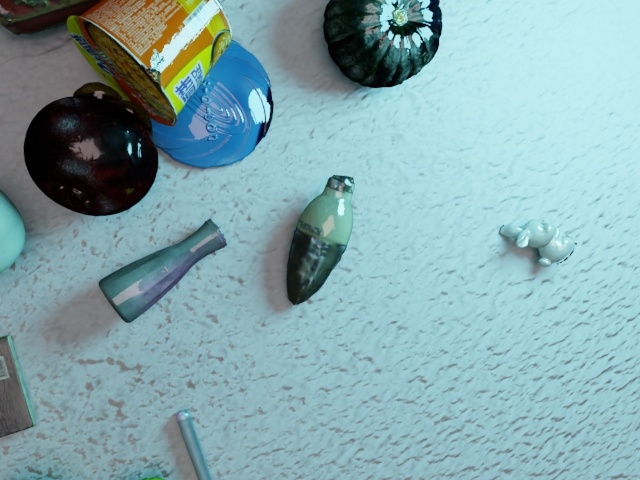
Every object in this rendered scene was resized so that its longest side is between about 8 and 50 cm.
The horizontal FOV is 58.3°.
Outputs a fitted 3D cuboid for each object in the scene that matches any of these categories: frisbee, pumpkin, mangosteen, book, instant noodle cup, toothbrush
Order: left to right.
[{"bbox_3d":[-0.596,0.260,0.916,0.228,0.024,0.160,-16,93,-13],"label":"book"},{"bbox_3d":[-0.351,-0.138,0.896,0.209,0.210,0.210,0,90,-13],"label":"mangosteen"},{"bbox_3d":[-0.250,-0.312,0.890,0.213,0.213,0.174,42,74,-10],"label":"instant noodle cup"},{"bbox_3d":[-0.200,-0.248,1.005,0.242,0.045,0.242,0,91,-13],"label":"frisbee"},{"bbox_3d":[-0.194,0.461,1.012,0.030,0.025,0.343,-16,94,-11],"label":"toothbrush"},{"bbox_3d":[0.112,-0.383,1.020,0.220,0.162,0.221,-3,101,-16],"label":"pumpkin"}]

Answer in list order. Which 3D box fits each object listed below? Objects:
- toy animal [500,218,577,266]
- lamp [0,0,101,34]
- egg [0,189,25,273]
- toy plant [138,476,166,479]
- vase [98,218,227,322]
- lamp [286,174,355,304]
[{"bbox_3d":[0.437,-0.005,1.142,0.124,0.071,0.085,36,100,-19],"label":"toy animal"},{"bbox_3d":[-0.412,-0.428,0.892,0.273,0.177,0.177,-22,95,-13],"label":"lamp"},{"bbox_3d":[-0.620,-0.035,0.809,0.370,0.230,0.230,11,87,-18],"label":"egg"},{"bbox_3d":[-0.362,0.485,0.917,0.315,0.184,0.224,15,91,-29],"label":"toy plant"},{"bbox_3d":[-0.260,0.044,0.973,0.214,0.086,0.086,-36,98,-16],"label":"vase"},{"bbox_3d":[0.000,0.000,1.026,0.101,0.101,0.250,18,98,-13],"label":"lamp"}]
